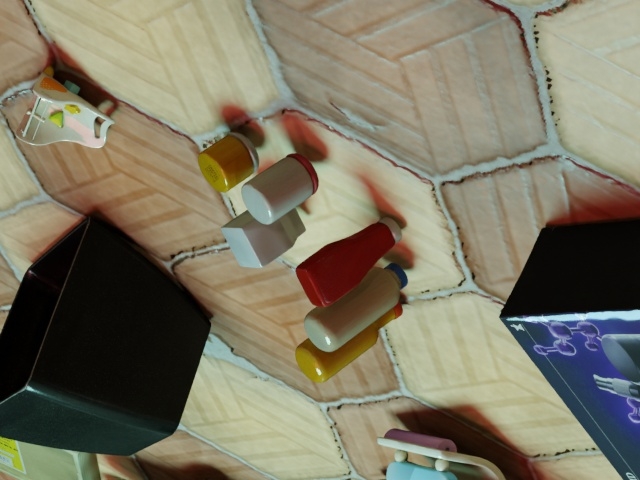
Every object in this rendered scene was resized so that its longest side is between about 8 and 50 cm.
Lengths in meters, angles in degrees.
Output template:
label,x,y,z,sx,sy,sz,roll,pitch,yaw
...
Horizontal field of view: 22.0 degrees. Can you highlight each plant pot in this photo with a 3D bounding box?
label,x,y,z,sx,sy,sz,roll,pitch,yaw
plant pot,-0.220,0.117,1.633,0.167,0.188,0.187,28,150,-19

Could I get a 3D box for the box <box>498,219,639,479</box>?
label,x,y,z,sx,sy,sz,roll,pitch,yaw
box,0.288,0.104,1.262,0.184,0.103,0.261,-4,135,46

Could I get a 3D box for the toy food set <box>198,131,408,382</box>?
label,x,y,z,sx,sy,sz,roll,pitch,yaw
toy food set,0.000,0.000,1.386,0.111,0.104,0.232,0,121,59

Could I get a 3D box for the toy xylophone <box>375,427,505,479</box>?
label,x,y,z,sx,sy,sz,roll,pitch,yaw
toy xylophone,0.107,0.344,1.622,0.081,0.322,0.236,-3,174,-30

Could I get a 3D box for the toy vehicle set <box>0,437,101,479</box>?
label,x,y,z,sx,sy,sz,roll,pitch,yaw
toy vehicle set,-0.407,0.244,2.090,0.267,0.035,0.166,23,148,12

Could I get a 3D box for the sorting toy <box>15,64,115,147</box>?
label,x,y,z,sx,sy,sz,roll,pitch,yaw
sorting toy,-0.218,-0.110,1.435,0.075,0.045,0.083,27,149,-8

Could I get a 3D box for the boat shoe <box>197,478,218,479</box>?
label,x,y,z,sx,sy,sz,roll,pitch,yaw
boat shoe,-0.133,0.333,1.940,0.341,0.122,0.110,13,107,21
